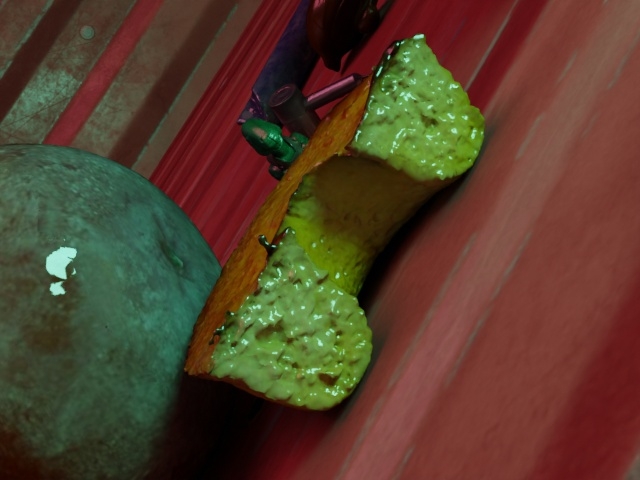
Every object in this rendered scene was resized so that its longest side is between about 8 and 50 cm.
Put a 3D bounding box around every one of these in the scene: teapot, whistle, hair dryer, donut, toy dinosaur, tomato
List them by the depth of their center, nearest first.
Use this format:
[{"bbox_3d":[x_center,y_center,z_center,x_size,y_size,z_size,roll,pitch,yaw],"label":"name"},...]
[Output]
[{"bbox_3d":[0.001,-0.004,0.709,0.259,0.101,0.152,-61,14,-16],"label":"donut"},{"bbox_3d":[-0.213,0.082,0.807,0.282,0.317,0.317,-35,20,17],"label":"tomato"},{"bbox_3d":[-0.039,-0.089,1.044,0.059,0.096,0.132,-55,17,-1],"label":"toy dinosaur"},{"bbox_3d":[0.008,-0.148,1.132,0.114,0.063,0.037,-24,33,24],"label":"hair dryer"},{"bbox_3d":[0.033,-0.263,1.260,0.098,0.078,0.129,11,-73,-61],"label":"teapot"},{"bbox_3d":[-0.031,-0.273,1.505,0.062,0.062,0.304,-34,26,57],"label":"whistle"}]
